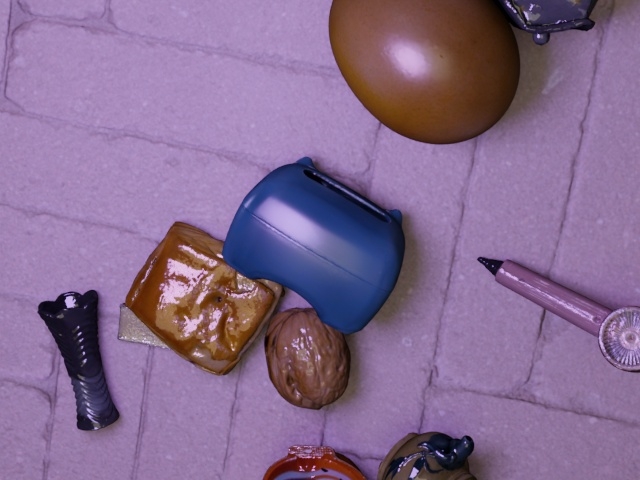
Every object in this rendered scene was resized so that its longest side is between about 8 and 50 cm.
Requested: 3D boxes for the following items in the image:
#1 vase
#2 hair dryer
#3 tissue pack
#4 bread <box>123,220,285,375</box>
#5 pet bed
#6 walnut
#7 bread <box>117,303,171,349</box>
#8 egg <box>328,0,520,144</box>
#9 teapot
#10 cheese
[{"bbox_3d":[-0.424,0.217,1.800,0.115,0.115,0.237,-9,105,8],"label":"vase"},{"bbox_3d":[0.417,0.105,1.674,0.344,0.189,0.107,30,96,22],"label":"hair dryer"},{"bbox_3d":[0.000,0.000,1.655,0.287,0.198,0.206,30,105,2],"label":"tissue pack"},{"bbox_3d":[-0.205,0.100,1.733,0.235,0.099,0.210,34,92,-1],"label":"bread"},{"bbox_3d":[0.338,-0.385,1.535,0.183,0.211,0.159,25,102,0],"label":"pet bed"},{"bbox_3d":[-0.020,0.205,1.726,0.155,0.155,0.184,-6,100,8],"label":"walnut"},{"bbox_3d":[-0.289,0.157,1.806,0.153,0.028,0.068,9,102,4],"label":"bread"},{"bbox_3d":[0.157,-0.294,1.555,0.322,0.250,0.250,43,103,6],"label":"egg"},{"bbox_3d":[0.198,0.438,1.721,0.182,0.173,0.269,30,114,35],"label":"teapot"},{"bbox_3d":[0.002,0.492,1.790,0.216,0.129,0.329,1,119,12],"label":"cheese"}]
